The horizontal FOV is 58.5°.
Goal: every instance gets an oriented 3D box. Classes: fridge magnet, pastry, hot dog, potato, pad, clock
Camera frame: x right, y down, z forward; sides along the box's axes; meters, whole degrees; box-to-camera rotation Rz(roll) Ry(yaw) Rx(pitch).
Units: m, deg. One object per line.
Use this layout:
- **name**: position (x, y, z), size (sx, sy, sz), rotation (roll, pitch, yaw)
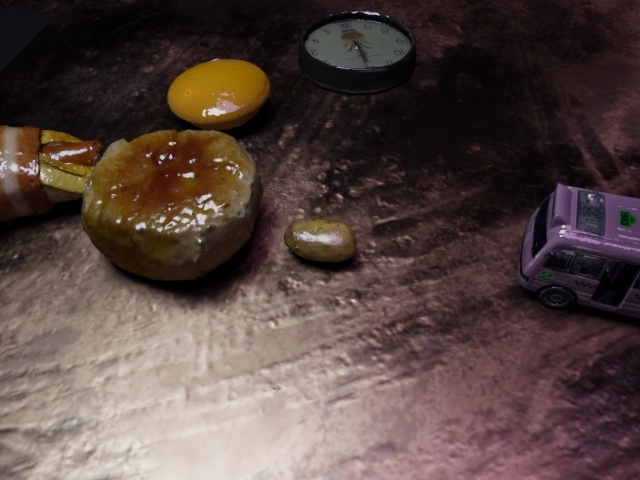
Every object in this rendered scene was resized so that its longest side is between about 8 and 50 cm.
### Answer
- **fridge magnet**: position (-0.139, -0.201, 0.788), size (0.143, 0.063, 0.143), rotation (-1, 48, 2)
- **pastry**: position (-0.160, -0.040, 0.631), size (0.193, 0.093, 0.182), rotation (5, 51, 11)
- **hot dog**: position (-0.368, -0.085, 0.676), size (0.262, 0.093, 0.123), rotation (-15, 51, -11)
- **potato**: position (0.000, 0.000, 0.626), size (0.083, 0.040, 0.051), rotation (12, 60, 14)
- **pad**: position (-0.576, -0.315, 0.938), size (0.181, 0.004, 0.267), rotation (7, 50, 8)
- **clock**: position (0.056, -0.293, 0.875), size (0.185, 0.040, 0.184), rotation (-1, 49, 1)

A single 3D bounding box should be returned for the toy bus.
- **toy bus**: position (0.304, 0.016, 0.558), size (0.199, 0.108, 0.096), rotation (13, 51, 13)
